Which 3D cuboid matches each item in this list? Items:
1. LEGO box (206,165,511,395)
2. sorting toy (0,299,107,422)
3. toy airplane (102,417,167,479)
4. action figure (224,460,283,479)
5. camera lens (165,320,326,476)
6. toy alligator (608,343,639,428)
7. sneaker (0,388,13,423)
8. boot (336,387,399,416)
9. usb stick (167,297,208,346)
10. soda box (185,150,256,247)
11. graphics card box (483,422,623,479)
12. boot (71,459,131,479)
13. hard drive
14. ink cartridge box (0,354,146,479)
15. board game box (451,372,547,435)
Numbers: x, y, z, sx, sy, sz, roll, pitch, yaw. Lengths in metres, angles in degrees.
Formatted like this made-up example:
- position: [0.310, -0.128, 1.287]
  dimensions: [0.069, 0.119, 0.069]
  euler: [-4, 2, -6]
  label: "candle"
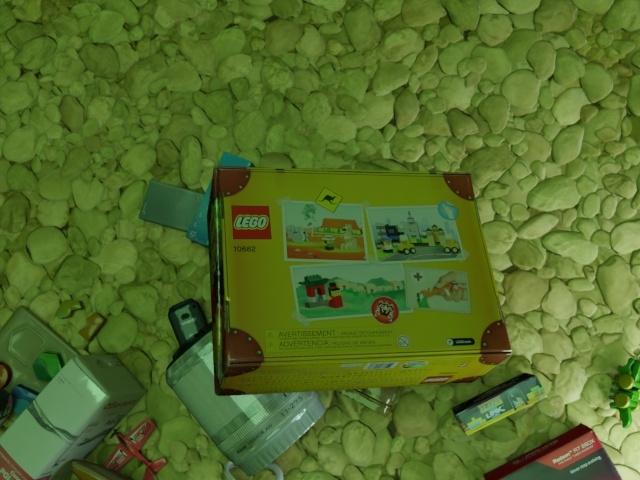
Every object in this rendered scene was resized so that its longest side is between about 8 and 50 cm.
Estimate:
- position: [0.053, 0.071, 1.283]
  dimensions: [0.500, 0.193, 0.372]
  euler: [0, 63, -13]
  label: "LEGO box"
- position: [-0.636, 0.254, 1.562]
  dimensions: [0.229, 0.041, 0.307]
  euler: [37, 87, 12]
  label: "sorting toy"
- position: [-0.392, 0.459, 1.497]
  dimensions: [0.151, 0.028, 0.151]
  euler: [-1, 81, 9]
  label: "toy airplane"
- position: [-0.112, 0.565, 1.262]
  dimensions: [0.248, 0.370, 0.276]
  euler: [-1, 81, 9]
  label: "action figure"
- position: [-0.151, 0.290, 1.370]
  dimensions: [0.219, 0.219, 0.274]
  euler: [-40, 84, 0]
  label: "camera lens"
- position: [0.605, 0.273, 1.375]
  dimensions: [0.051, 0.056, 0.190]
  euler: [6, 78, 50]
  label: "toy alligator"
- position: [-0.745, 0.386, 1.525]
  dimensions: [0.077, 0.072, 0.178]
  euler: [43, 107, 22]
  label: "sneaker"
- position: [0.104, 0.196, 1.447]
  dimensions: [0.236, 0.089, 0.269]
  euler: [27, 84, 4]
  label: "boot"
- position: [-0.250, 0.261, 1.502]
  dimensions: [0.077, 0.045, 0.278]
  euler: [-26, 77, 1]
  label: "usb stick"
- position: [-0.218, -0.084, 1.547]
  dimensions: [0.071, 0.067, 0.210]
  euler: [22, 84, 11]
  label: "soda box"
- position: [0.504, 0.569, 1.315]
  dimensions: [0.232, 0.094, 0.371]
  euler: [-28, 78, 2]
  label: "graphics card box"
- position: [-0.429, 0.603, 1.417]
  dimensions: [0.295, 0.104, 0.211]
  euler: [33, 80, -4]
  label: "boot"
- position: [-0.338, -0.077, 1.586]
  dimensions: [0.135, 0.022, 0.094]
  euler: [15, 83, 11]
  label: "hard drive"
- position: [-0.524, 0.379, 1.439]
  dimensions: [0.117, 0.207, 0.283]
  euler: [42, 89, 12]
  label: "ink cartridge box"
- position: [0.344, 0.316, 1.358]
  dimensions: [0.170, 0.141, 0.048]
  euler: [-27, 78, 2]
  label: "board game box"
